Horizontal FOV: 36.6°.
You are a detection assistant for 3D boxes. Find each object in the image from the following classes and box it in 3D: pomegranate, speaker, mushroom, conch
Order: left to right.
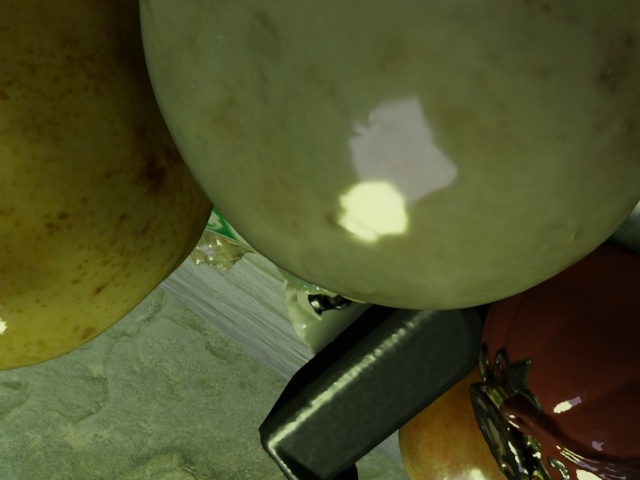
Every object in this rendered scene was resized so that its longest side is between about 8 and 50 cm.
[{"bbox_3d":[-0.252,-0.099,0.801,0.416,0.417,0.417,30,165,9],"label":"pomegranate"},{"bbox_3d":[-0.150,-0.072,1.417,0.178,0.163,0.245,22,129,38],"label":"conch"},{"bbox_3d":[0.092,0.191,1.230,0.184,0.388,0.180,45,-156,-2],"label":"speaker"},{"bbox_3d":[0.060,-0.139,0.604,0.362,0.294,0.362,30,133,37],"label":"mushroom"},{"bbox_3d":[0.264,0.278,1.358,0.319,0.319,0.319,30,165,9],"label":"pomegranate"}]

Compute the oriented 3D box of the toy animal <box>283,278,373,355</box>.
[{"bbox_3d":[0.050,0.055,1.367,0.204,0.208,0.156,53,-169,-50],"label":"toy animal"}]

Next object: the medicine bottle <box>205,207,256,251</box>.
[{"bbox_3d":[-0.071,-0.100,1.041,0.325,0.212,0.212,21,162,38],"label":"medicine bottle"}]

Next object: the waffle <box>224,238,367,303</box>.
[{"bbox_3d":[-0.020,-0.040,1.236,0.274,0.168,0.057,24,-153,31],"label":"waffle"}]

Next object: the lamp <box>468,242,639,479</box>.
[{"bbox_3d":[0.292,0.151,0.998,0.303,0.257,0.303,158,90,-85],"label":"lamp"}]

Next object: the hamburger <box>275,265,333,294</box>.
[{"bbox_3d":[0.000,0.000,1.155,0.140,0.062,0.133,-14,97,39],"label":"hamburger"}]
